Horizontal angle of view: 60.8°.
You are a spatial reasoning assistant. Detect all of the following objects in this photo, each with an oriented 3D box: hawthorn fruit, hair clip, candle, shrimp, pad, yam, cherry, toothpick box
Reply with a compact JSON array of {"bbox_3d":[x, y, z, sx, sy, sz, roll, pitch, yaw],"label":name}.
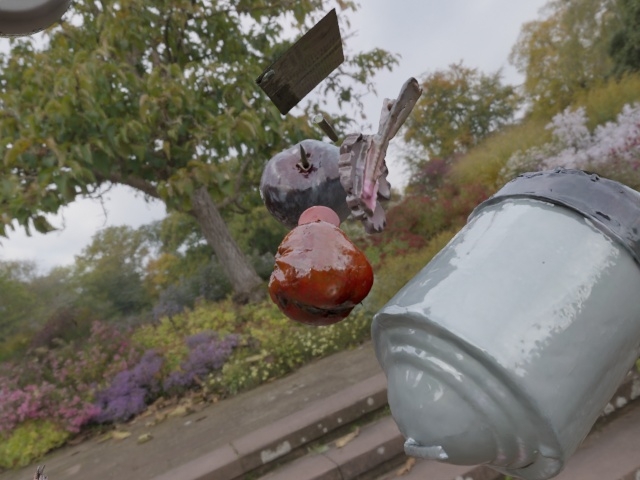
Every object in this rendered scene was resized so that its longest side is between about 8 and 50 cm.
[{"bbox_3d":[0.003,0.031,0.456,0.093,0.093,0.093,-21,-7,-3],"label":"hawthorn fruit"},{"bbox_3d":[0.104,-0.160,0.968,0.069,0.301,0.173,4,-29,39],"label":"hair clip"},{"bbox_3d":[0.183,0.091,0.539,0.342,0.221,0.221,-39,1,-24],"label":"candle"},{"bbox_3d":[-0.409,0.380,0.799,0.029,0.093,0.038,0,-6,-42],"label":"shrimp"},{"bbox_3d":[-0.023,-0.286,0.917,0.159,0.009,0.265,-42,-2,5],"label":"pad"},{"bbox_3d":[0.016,-0.306,1.507,0.033,0.027,0.129,-21,-22,14],"label":"yam"},{"bbox_3d":[-0.024,-0.134,1.395,0.254,0.218,0.296,-20,-28,-1],"label":"cherry"},{"bbox_3d":[0.000,0.000,0.616,0.047,0.047,0.083,-21,-28,-9],"label":"toothpick box"}]

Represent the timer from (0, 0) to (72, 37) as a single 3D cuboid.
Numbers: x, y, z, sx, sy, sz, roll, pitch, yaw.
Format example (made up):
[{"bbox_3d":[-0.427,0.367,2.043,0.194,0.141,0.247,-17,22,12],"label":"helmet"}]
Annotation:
[{"bbox_3d":[-0.593,-0.497,0.989,0.285,0.285,0.285,-21,-7,-3],"label":"timer"}]
